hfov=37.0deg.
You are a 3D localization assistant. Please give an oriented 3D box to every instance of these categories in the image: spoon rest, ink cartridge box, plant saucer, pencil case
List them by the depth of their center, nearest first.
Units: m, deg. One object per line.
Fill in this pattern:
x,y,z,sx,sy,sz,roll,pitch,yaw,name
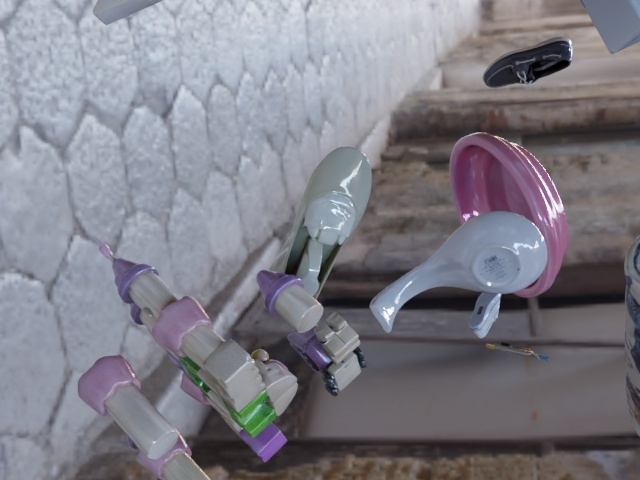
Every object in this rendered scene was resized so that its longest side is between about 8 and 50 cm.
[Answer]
0.425,-0.346,1.201,0.148,0.203,0.086,62,-18,6,ink cartridge box
0.207,0.047,1.445,0.137,0.276,0.084,58,20,-18,spoon rest
0.588,0.157,1.557,0.160,0.183,0.410,50,-17,48,pencil case
0.366,-0.056,1.832,0.332,0.084,0.332,58,-18,30,plant saucer

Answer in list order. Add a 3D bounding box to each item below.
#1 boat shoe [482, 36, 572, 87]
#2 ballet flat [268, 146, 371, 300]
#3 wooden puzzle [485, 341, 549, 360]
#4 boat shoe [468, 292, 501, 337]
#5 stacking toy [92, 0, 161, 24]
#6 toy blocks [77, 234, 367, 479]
0.450,-0.375,2.088,0.075,0.206,0.065,40,39,-46,boat shoe
0.000,0.000,1.200,0.086,0.086,0.248,-75,-172,-56,ballet flat
0.335,0.187,1.631,0.078,0.116,0.014,30,73,-68,wooden puzzle
0.271,0.116,1.547,0.035,0.035,0.100,55,47,-27,boat shoe
-0.101,-0.348,1.068,0.130,0.308,0.280,39,50,-54,stacking toy
-0.151,0.130,1.212,0.309,0.260,0.289,-41,150,-16,toy blocks
